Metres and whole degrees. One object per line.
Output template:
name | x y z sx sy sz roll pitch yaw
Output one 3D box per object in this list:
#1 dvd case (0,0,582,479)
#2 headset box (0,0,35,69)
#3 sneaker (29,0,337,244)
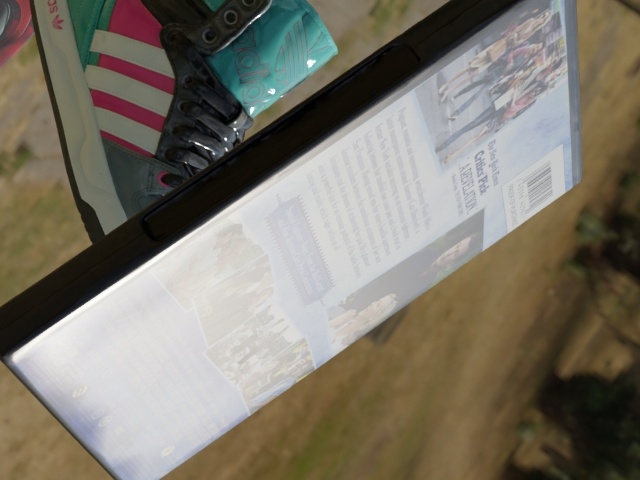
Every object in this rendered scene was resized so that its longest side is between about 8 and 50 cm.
dvd case | 0.000 0.000 0.666 0.253 0.022 0.180 -35 154 -7
headset box | -0.303 -0.256 1.316 0.293 0.110 0.218 -50 136 -19
sneaker | -0.069 -0.081 1.062 0.178 0.296 0.124 -21 157 6
